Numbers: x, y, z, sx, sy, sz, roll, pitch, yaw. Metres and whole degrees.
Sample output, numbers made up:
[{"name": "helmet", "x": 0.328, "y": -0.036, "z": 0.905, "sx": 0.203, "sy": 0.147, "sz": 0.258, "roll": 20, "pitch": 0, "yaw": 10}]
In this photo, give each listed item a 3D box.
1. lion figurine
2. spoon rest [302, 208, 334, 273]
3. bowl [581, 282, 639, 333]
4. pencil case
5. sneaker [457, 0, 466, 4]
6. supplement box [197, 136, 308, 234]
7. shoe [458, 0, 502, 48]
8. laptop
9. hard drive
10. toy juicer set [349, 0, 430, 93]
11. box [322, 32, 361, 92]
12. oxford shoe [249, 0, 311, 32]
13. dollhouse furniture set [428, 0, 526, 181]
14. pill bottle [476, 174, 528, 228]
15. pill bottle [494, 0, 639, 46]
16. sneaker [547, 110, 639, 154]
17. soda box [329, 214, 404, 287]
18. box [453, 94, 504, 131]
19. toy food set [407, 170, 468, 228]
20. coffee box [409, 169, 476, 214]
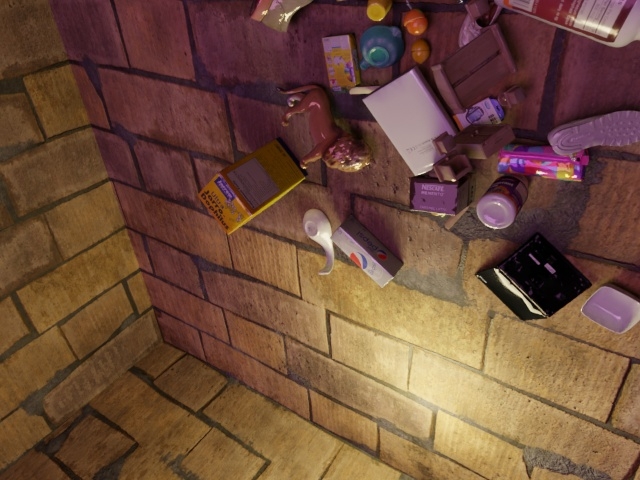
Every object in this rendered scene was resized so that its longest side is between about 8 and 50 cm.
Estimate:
[{"name": "lion figurine", "x": 0.007, "y": -0.400, "z": 1.678, "sx": 0.240, "sy": 0.142, "sz": 0.392, "roll": -21, "pitch": 101, "yaw": 39}, {"name": "spoon rest", "x": 0.000, "y": 0.000, "z": 2.039, "sx": 0.137, "sy": 0.084, "sz": 0.276, "roll": -4, "pitch": 104, "yaw": 40}, {"name": "bowl", "x": 0.880, "y": 0.197, "z": 1.458, "sx": 0.142, "sy": 0.053, "sz": 0.142, "roll": 32, "pitch": 135, "yaw": 17}, {"name": "pencil case", "x": 0.610, "y": -0.221, "z": 1.336, "sx": 0.236, "sy": 0.104, "sz": 0.104, "roll": 10, "pitch": 126, "yaw": 34}, {"name": "sneaker", "x": 0.341, "y": -0.676, "z": 1.264, "sx": 0.058, "sy": 0.052, "sz": 0.135, "roll": -13, "pitch": 104, "yaw": 55}, {"name": "supplement box", "x": -0.254, "y": -0.213, "z": 1.868, "sx": 0.194, "sy": 0.356, "sz": 0.195, "roll": 53, "pitch": 138, "yaw": -5}, {"name": "shoe", "x": 0.420, "y": -0.586, "z": 1.250, "sx": 0.076, "sy": 0.058, "sz": 0.219, "roll": 40, "pitch": 138, "yaw": 9}, {"name": "laptop", "x": 0.687, "y": 0.128, "z": 1.597, "sx": 0.234, "sy": 0.136, "sz": 0.264, "roll": 44, "pitch": 113, "yaw": 3}, {"name": "hard drive", "x": 0.294, "y": -0.358, "z": 1.500, "sx": 0.203, "sy": 0.040, "sz": 0.307, "roll": -19, "pitch": 117, "yaw": 46}, {"name": "toy juicer set", "x": 0.215, "y": -0.559, "z": 1.439, "sx": 0.209, "sy": 0.089, "sz": 0.329, "roll": 16, "pitch": 145, "yaw": 4}, {"name": "box", "x": 0.072, "y": -0.568, "z": 1.567, "sx": 0.105, "sy": 0.043, "sz": 0.179, "roll": 10, "pitch": 124, "yaw": 34}, {"name": "oxford shoe", "x": -0.061, "y": -0.811, "z": 1.461, "sx": 0.146, "sy": 0.140, "sz": 0.397, "roll": 22, "pitch": 138, "yaw": -28}, {"name": "dollhouse furniture set", "x": 0.341, "y": -0.385, "z": 1.280, "sx": 0.355, "sy": 0.303, "sz": 0.174, "roll": 57, "pitch": 169, "yaw": -20}, {"name": "pill bottle", "x": 0.533, "y": -0.124, "z": 1.401, "sx": 0.108, "sy": 0.193, "sz": 0.108, "roll": 21, "pitch": 131, "yaw": 27}, {"name": "pill bottle", "x": 0.592, "y": -0.546, "z": 1.013, "sx": 0.392, "sy": 0.224, "sz": 0.224, "roll": 31, "pitch": 135, "yaw": 18}, {"name": "sneaker", "x": 0.704, "y": -0.284, "z": 1.228, "sx": 0.235, "sy": 0.095, "sz": 0.090, "roll": -6, "pitch": 113, "yaw": 20}, {"name": "soda box", "x": 0.179, "y": 0.042, "z": 1.892, "sx": 0.286, "sy": 0.098, "sz": 0.091, "roll": 43, "pitch": 138, "yaw": 4}, {"name": "box", "x": 0.464, "y": -0.359, "z": 1.409, "sx": 0.136, "sy": 0.028, "sz": 0.081, "roll": -22, "pitch": 105, "yaw": 44}, {"name": "toy food set", "x": 0.399, "y": -0.144, "z": 1.623, "sx": 0.192, "sy": 0.038, "sz": 0.132, "roll": 46, "pitch": 131, "yaw": 11}, {"name": "coffee box", "x": 0.371, "y": -0.150, "z": 1.456, "sx": 0.141, "sy": 0.246, "sz": 0.098, "roll": 8, "pitch": 106, "yaw": 26}]
